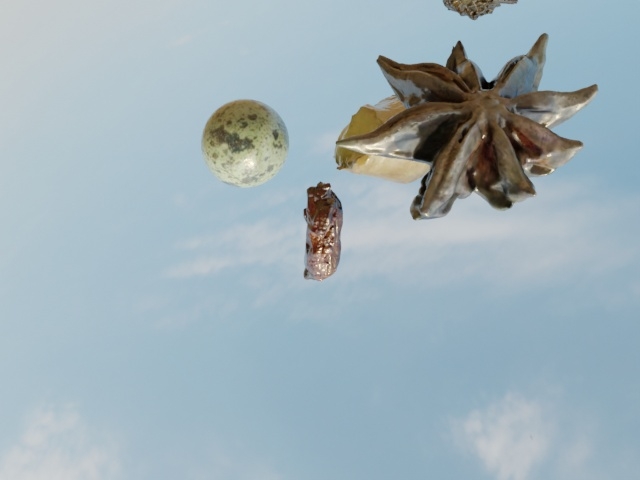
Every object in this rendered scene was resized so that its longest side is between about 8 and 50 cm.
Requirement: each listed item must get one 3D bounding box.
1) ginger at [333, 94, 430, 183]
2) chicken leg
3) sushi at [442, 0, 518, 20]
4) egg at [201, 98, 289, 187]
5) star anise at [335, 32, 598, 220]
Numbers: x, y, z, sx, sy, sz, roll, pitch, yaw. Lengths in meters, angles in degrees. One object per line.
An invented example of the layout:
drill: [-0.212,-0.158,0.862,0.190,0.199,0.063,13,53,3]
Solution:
ginger: [0.117,-0.157,0.891,0.152,0.267,0.137,13,-76,21]
chicken leg: [0.001,0.004,0.774,0.048,0.219,0.089,-3,-132,-5]
sushi: [0.123,-0.208,0.463,0.052,0.120,0.055,-16,-91,25]
egg: [-0.120,-0.146,0.897,0.132,0.132,0.172,-58,-166,-22]
star anise: [0.111,-0.091,0.450,0.181,0.061,0.204,12,-121,10]
